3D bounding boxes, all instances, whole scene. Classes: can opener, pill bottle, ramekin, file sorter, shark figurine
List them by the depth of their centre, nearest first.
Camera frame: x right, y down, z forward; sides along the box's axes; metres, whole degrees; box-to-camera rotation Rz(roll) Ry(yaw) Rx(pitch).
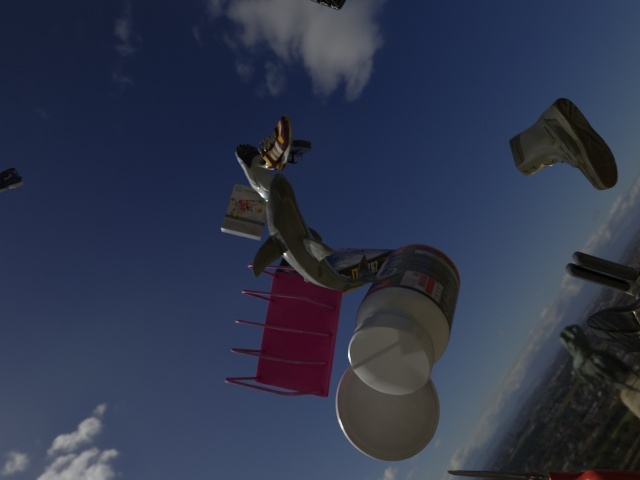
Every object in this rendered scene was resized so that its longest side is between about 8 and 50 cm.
[{"bbox_3d":[0.010,0.027,0.733,0.278,0.116,0.166,39,-119,-22],"label":"shark figurine"},{"bbox_3d":[0.202,0.168,1.044,0.363,0.210,0.210,-47,-24,-58],"label":"pill bottle"},{"bbox_3d":[-0.088,0.211,1.077,0.182,0.202,0.290,31,-115,-60],"label":"file sorter"},{"bbox_3d":[0.801,0.110,1.175,0.095,0.283,0.076,-70,-4,-64],"label":"can opener"},{"bbox_3d":[0.165,0.437,1.189,0.273,0.273,0.127,-42,-12,-25],"label":"ramekin"}]

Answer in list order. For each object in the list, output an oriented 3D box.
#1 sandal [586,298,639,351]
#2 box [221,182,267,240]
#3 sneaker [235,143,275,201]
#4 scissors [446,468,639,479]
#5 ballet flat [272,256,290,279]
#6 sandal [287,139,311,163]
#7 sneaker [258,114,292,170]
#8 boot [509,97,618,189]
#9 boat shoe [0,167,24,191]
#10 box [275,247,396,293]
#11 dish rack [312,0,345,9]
[{"bbox_3d":[0.553,0.124,0.752,0.060,0.090,0.219,-29,-20,-28],"label":"sandal"},{"bbox_3d":[-0.264,-0.105,1.629,0.038,0.145,0.186,114,169,-65],"label":"box"},{"bbox_3d":[-0.199,-0.209,1.384,0.085,0.237,0.086,-16,-32,-31],"label":"sneaker"},{"bbox_3d":[0.328,0.338,0.645,0.109,0.297,0.021,60,-144,-46],"label":"scissors"},{"bbox_3d":[-0.141,0.085,1.751,0.057,0.049,0.173,50,-128,-41],"label":"ballet flat"},{"bbox_3d":[-0.102,-0.319,1.658,0.097,0.254,0.054,3,-91,-13],"label":"sandal"},{"bbox_3d":[-0.127,-0.263,1.226,0.084,0.069,0.185,1,-39,-13],"label":"sneaker"},{"bbox_3d":[0.523,-0.178,0.981,0.077,0.213,0.165,-22,-13,-27],"label":"boot"},{"bbox_3d":[-0.611,-0.111,0.850,0.125,0.046,0.038,-94,-6,-71],"label":"boat shoe"},{"bbox_3d":[0.059,0.095,1.448,0.322,0.257,0.079,-16,-80,-43],"label":"box"},{"bbox_3d":[-0.038,-0.907,1.565,0.271,0.208,0.074,-1,-62,-65],"label":"dish rack"}]
